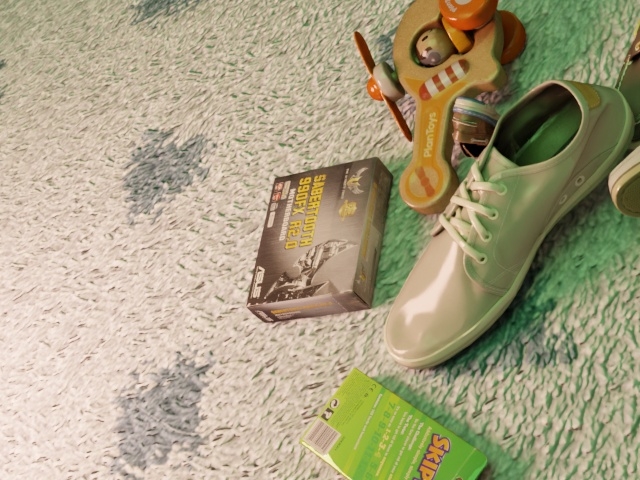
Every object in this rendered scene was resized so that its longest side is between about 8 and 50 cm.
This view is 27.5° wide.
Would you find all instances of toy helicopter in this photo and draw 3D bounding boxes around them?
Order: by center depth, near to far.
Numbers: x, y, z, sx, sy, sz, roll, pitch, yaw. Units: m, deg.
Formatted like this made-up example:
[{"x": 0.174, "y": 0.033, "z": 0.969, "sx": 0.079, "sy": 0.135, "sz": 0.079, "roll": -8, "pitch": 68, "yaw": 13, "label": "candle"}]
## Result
[{"x": 0.154, "y": -0.204, "z": 1.885, "sx": 0.235, "sy": 0.140, "sz": 0.355, "roll": -4, "pitch": 67, "yaw": 30, "label": "toy helicopter"}]

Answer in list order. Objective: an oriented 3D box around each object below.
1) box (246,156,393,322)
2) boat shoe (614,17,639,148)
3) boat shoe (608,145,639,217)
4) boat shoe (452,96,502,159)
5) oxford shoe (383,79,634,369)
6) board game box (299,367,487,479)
[{"x": 0.000, "y": 0.000, "z": 1.895, "sx": 0.183, "sy": 0.056, "sz": 0.231, "roll": -10, "pitch": 54, "yaw": 32, "label": "box"}, {"x": 0.465, "y": -0.271, "z": 1.719, "sx": 0.116, "sy": 0.097, "sz": 0.324, "roll": 23, "pitch": 74, "yaw": 44, "label": "boat shoe"}, {"x": 0.481, "y": -0.133, "z": 1.603, "sx": 0.302, "sy": 0.113, "sz": 0.103, "roll": -28, "pitch": 44, "yaw": 3, "label": "boat shoe"}, {"x": 0.217, "y": -0.140, "z": 1.759, "sx": 0.066, "sy": 0.183, "sz": 0.066, "roll": 20, "pitch": 90, "yaw": 33, "label": "boat shoe"}, {"x": 0.217, "y": -0.031, "z": 1.678, "sx": 0.449, "sy": 0.130, "sz": 0.169, "roll": -52, "pitch": 44, "yaw": 10, "label": "oxford shoe"}, {"x": 0.092, "y": 0.266, "z": 1.640, "sx": 0.124, "sy": 0.039, "sz": 0.259, "roll": -53, "pitch": 41, "yaw": -7, "label": "board game box"}]
